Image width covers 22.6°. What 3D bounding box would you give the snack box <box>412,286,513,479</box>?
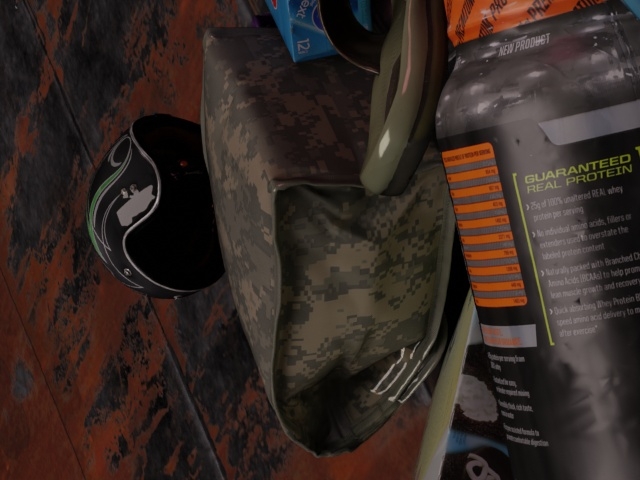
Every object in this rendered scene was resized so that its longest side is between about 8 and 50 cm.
[{"bbox_3d":[0.103,0.154,1.126,0.322,0.060,0.187,-72,-2,-47],"label":"snack box"}]

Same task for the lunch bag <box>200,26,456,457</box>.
[{"bbox_3d":[0.000,0.000,1.300,0.235,0.169,0.287,-115,23,-50],"label":"lunch bag"}]

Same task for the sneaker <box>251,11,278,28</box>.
[{"bbox_3d":[-0.042,-0.123,1.432,0.083,0.098,0.224,52,144,37],"label":"sneaker"}]

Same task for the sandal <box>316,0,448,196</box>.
[{"bbox_3d":[0.039,-0.162,1.080,0.120,0.086,0.303,105,174,-47],"label":"sandal"}]

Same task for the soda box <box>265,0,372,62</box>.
[{"bbox_3d":[-0.016,-0.227,1.299,0.210,0.067,0.071,-112,12,-54],"label":"soda box"}]

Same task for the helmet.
[{"bbox_3d":[-0.160,-0.028,1.631,0.169,0.169,0.161,50,127,40],"label":"helmet"}]

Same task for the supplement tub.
[{"bbox_3d":[0.188,0.001,0.947,0.207,0.207,0.338,-7,96,62],"label":"supplement tub"}]

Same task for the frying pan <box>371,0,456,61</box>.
[{"bbox_3d":[0.109,-0.209,1.159,0.326,0.053,0.197,32,130,54],"label":"frying pan"}]

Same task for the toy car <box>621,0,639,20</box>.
[{"bbox_3d":[0.207,-0.193,0.701,0.219,0.238,0.210,-43,55,12],"label":"toy car"}]
